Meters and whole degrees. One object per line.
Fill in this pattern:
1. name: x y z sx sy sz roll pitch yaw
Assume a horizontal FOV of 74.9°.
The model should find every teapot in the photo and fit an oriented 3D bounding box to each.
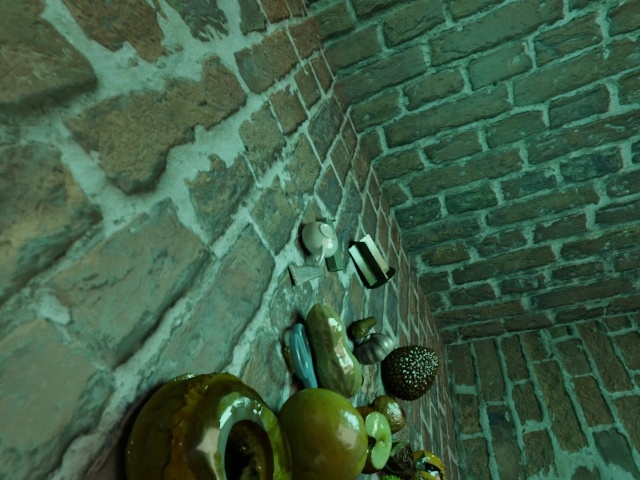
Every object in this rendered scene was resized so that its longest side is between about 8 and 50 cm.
1. teapot: 0.000 0.000 1.491 0.145 0.092 0.226 28 37 -18

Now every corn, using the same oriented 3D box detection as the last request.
1. corn: -0.083 0.325 1.154 0.028 0.027 0.083 -111 -176 -88

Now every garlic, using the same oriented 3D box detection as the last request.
1. garlic: 0.206 0.424 1.652 0.102 0.159 0.147 54 36 -6

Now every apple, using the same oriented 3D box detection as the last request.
1. apple: 0.127 0.613 1.285 0.173 0.160 0.195 2 71 -72

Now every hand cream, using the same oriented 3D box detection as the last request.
1. hand cream: -0.042 0.112 1.409 0.210 0.043 0.067 -3 71 -64

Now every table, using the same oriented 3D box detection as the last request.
1. table: 0.232 0.093 1.983 0.226 0.167 0.167 58 25 -16

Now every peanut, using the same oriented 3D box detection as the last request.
1. peanut: 0.034 0.344 1.289 0.149 0.149 0.312 -10 84 -69

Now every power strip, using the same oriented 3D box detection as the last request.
1. power strip: 0.038 0.015 1.647 0.145 0.061 0.215 7 68 -69

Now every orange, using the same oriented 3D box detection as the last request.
1. orange: 0.407 0.969 1.678 0.234 0.183 0.234 9 90 -89

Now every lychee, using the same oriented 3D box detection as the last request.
1. lychee: 0.423 0.593 1.919 0.271 0.272 0.271 51 31 -46

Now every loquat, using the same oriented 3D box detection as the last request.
1. loquat: -0.009 0.467 0.984 0.244 0.244 0.243 51 31 -46

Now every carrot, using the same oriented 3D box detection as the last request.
1. carrot: 0.189 0.361 1.774 0.342 0.070 0.070 8 67 -73

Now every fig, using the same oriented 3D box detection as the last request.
1. fig: 0.237 0.689 1.573 0.201 0.146 0.133 -36 152 -59

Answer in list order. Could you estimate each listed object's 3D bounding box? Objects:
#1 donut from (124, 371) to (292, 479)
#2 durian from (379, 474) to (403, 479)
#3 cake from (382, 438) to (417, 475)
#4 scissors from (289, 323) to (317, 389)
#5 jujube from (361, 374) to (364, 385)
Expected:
1. donut: -0.168 0.386 0.711 0.330 0.160 0.329 35 48 -50
2. durian: 0.254 0.887 1.409 0.146 0.159 0.198 -66 137 -61
3. cake: 0.267 0.794 1.587 0.246 0.112 0.135 52 27 -38
4. scissors: -0.014 0.461 1.201 0.192 0.029 0.446 -78 153 -79
5. jujube: 0.102 0.486 1.448 0.129 0.078 0.077 10 65 -57
